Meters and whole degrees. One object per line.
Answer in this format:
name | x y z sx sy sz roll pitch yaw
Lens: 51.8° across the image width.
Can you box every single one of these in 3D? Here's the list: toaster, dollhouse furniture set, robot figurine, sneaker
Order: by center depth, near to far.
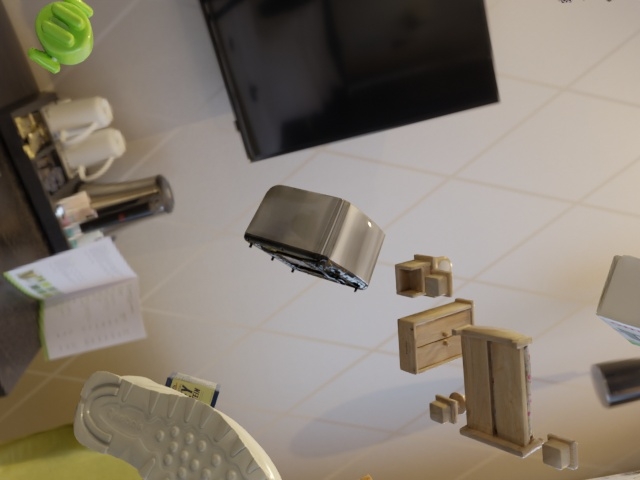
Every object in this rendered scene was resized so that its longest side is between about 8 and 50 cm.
sneaker | -0.112 0.177 0.579 0.095 0.235 0.090 32 80 -53
robot figurine | -0.330 -0.267 0.855 0.101 0.067 0.115 -64 -165 -5
toaster | 0.000 0.000 1.050 0.168 0.186 0.110 34 75 -53
dollhouse furniture set | 0.321 0.183 1.168 0.356 0.174 0.303 7 -75 53

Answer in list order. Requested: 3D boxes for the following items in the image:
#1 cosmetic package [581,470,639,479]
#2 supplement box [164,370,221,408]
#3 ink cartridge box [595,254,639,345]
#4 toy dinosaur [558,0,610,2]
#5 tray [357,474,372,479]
cosmetic package | 0.418 0.384 0.814 0.151 0.151 0.183 47 30 -67
supplement box | -0.207 0.250 1.048 0.083 0.083 0.056 141 -35 -82
ink cartridge box | 0.647 0.139 1.188 0.289 0.211 0.121 26 83 -49
toy dinosaur | 0.362 -0.324 0.674 0.164 0.322 0.218 50 -31 -17
tray | -0.079 0.421 0.621 0.202 0.411 0.076 55 -15 37
